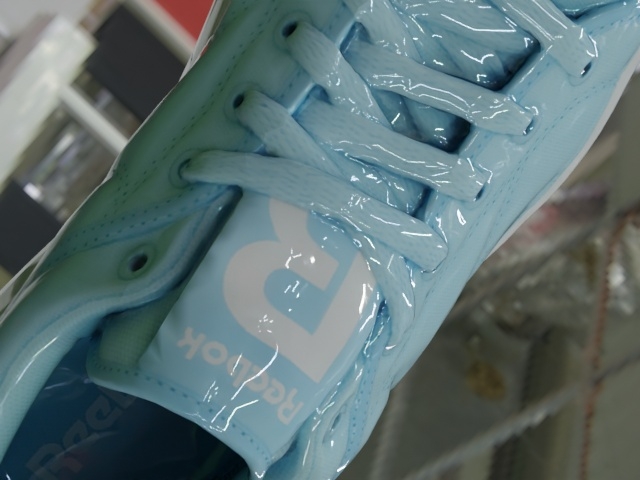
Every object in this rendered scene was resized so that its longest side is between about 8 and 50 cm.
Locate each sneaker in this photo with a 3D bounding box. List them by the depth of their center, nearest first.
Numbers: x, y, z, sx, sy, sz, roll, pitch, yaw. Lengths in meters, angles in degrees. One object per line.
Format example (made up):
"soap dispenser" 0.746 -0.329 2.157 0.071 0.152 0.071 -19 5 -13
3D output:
"sneaker" 0.000 0.000 0.552 0.366 0.135 0.150 -54 -163 16
